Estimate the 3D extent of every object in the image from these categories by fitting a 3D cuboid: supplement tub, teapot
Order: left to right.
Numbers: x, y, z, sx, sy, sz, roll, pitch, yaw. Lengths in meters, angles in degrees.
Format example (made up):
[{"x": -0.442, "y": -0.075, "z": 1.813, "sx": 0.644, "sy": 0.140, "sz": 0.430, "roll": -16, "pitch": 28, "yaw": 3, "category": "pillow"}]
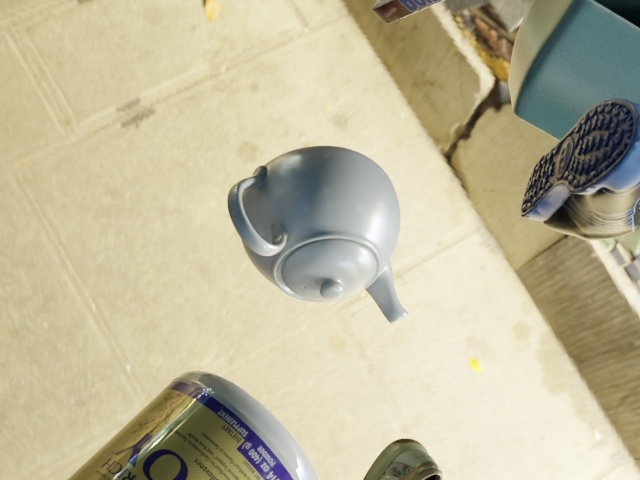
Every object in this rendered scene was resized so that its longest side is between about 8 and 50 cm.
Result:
[{"x": -0.186, "y": 0.337, "z": 1.158, "sx": 0.241, "sy": 0.241, "sz": 0.331, "roll": 45, "pitch": 62, "yaw": 3, "category": "supplement tub"}, {"x": 0.000, "y": 0.000, "z": 1.434, "sx": 0.256, "sy": 0.252, "sz": 0.187, "roll": -3, "pitch": 50, "yaw": -5, "category": "teapot"}]

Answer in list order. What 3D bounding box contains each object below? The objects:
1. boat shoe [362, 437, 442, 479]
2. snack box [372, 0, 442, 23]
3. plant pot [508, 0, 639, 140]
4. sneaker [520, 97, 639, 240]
[{"x": 0.076, "y": 0.424, "z": 1.464, "sx": 0.104, "sy": 0.089, "sz": 0.285, "roll": 25, "pitch": 98, "yaw": -28, "category": "boat shoe"}, {"x": 0.102, "y": -0.213, "z": 0.781, "sx": 0.022, "sy": 0.178, "sz": 0.064, "roll": 38, "pitch": 76, "yaw": -19, "category": "snack box"}, {"x": 0.458, "y": -0.306, "z": 1.748, "sx": 0.248, "sy": 0.252, "sz": 0.247, "roll": 27, "pitch": 32, "yaw": -12, "category": "plant pot"}, {"x": 0.242, "y": -0.051, "z": 0.830, "sx": 0.090, "sy": 0.232, "sz": 0.081, "roll": 17, "pitch": 81, "yaw": -4, "category": "sneaker"}]
